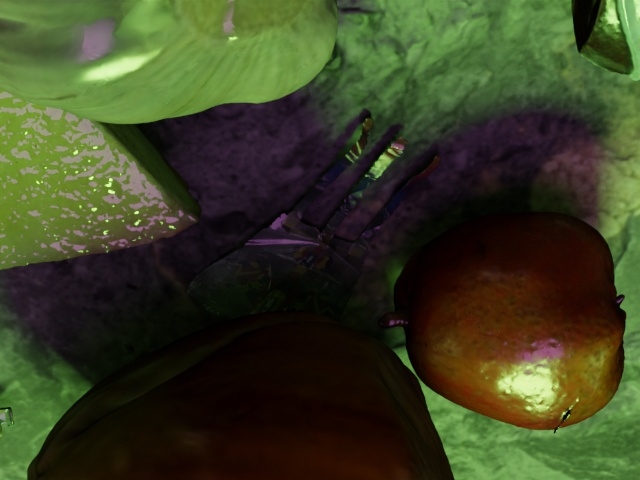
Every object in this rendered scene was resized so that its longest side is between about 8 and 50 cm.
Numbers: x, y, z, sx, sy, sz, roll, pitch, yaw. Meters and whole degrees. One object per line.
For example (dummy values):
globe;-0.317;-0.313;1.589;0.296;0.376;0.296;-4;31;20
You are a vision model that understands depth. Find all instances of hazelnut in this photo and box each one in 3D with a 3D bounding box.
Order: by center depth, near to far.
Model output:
hazelnut;-0.055;0.216;1.357;0.372;0.372;0.316;6;95;-11

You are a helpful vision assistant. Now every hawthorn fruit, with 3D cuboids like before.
hawthorn fruit;0.148;0.063;1.388;0.202;0.185;0.185;2;125;-3

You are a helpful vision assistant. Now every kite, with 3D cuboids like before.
kite;0.000;0.001;1.425;0.141;0.015;0.245;26;119;-25

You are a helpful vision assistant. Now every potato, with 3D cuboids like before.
potato;-0.245;-0.111;1.260;0.269;0.112;0.255;-11;122;-2

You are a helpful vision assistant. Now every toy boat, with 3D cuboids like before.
toy boat;0.253;-0.227;1.232;0.115;0.114;0.262;-4;126;-10

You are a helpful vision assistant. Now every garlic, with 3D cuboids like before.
garlic;-0.127;-0.216;1.110;0.317;0.259;0.317;-30;138;-32

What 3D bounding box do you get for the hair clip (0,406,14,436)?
hair clip;-0.355;0.169;1.485;0.172;0.049;0.049;-5;126;3
